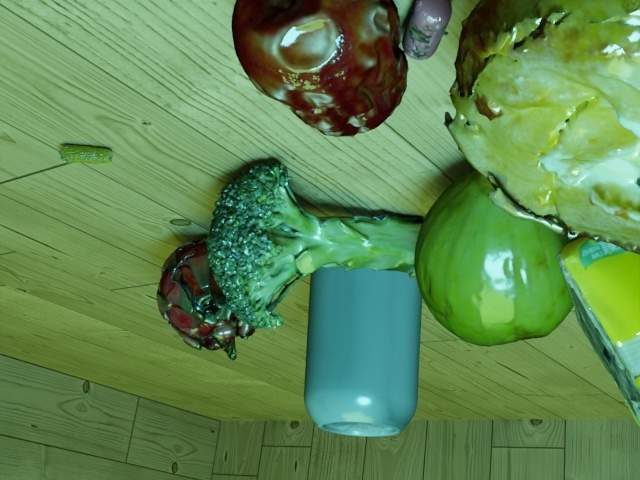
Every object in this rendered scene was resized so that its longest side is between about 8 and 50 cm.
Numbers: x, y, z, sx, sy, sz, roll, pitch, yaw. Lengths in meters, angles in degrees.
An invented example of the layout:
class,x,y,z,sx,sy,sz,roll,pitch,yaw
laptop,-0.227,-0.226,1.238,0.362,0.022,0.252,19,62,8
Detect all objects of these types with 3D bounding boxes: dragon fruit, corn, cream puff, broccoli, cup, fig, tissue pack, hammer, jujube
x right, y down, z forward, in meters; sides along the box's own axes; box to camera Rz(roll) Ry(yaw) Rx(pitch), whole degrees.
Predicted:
class,x,y,z,sx,sy,sz,roll,pitch,yaw
dragon fruit,-0.194,0.095,1.513,0.193,0.192,0.274,19,-174,-3
corn,-0.348,-0.126,1.263,0.083,0.028,0.027,5,180,7
cream puff,0.288,-0.141,0.734,0.350,0.228,0.350,26,153,14
broccoli,-0.007,0.020,1.335,0.361,0.221,0.252,20,120,-30
cup,0.074,0.177,1.507,0.206,0.312,0.205,4,159,2
fig,0.242,0.006,1.156,0.240,0.239,0.271,3,128,11
tissue pack,0.497,0.048,0.984,0.382,0.228,0.293,-27,151,9
hammer,0.108,-0.215,0.863,0.043,0.043,0.083,9,158,-5
jujube,0.007,-0.186,0.837,0.155,0.155,0.230,1,168,15
